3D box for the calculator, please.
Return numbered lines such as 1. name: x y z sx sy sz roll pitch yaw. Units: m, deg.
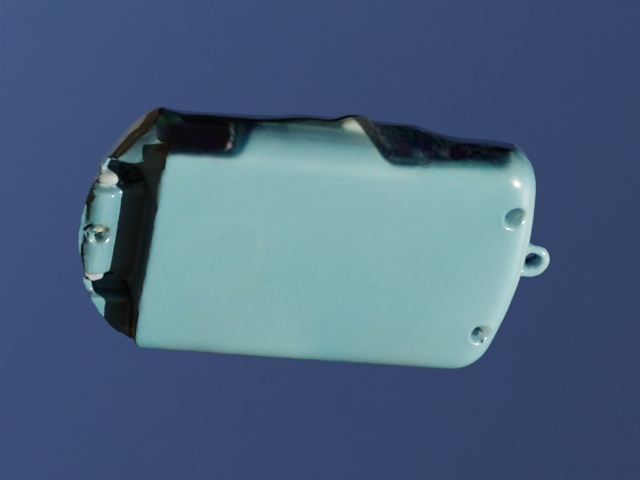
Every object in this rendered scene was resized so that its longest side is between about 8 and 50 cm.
1. calculator: 0.000 0.000 1.194 0.051 0.293 0.173 -102 -160 -53
